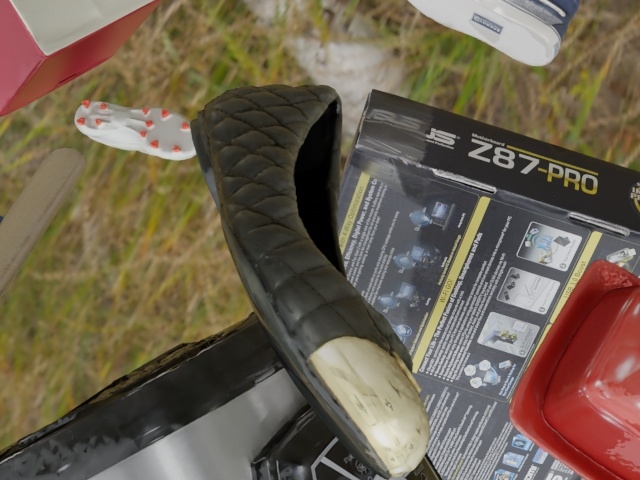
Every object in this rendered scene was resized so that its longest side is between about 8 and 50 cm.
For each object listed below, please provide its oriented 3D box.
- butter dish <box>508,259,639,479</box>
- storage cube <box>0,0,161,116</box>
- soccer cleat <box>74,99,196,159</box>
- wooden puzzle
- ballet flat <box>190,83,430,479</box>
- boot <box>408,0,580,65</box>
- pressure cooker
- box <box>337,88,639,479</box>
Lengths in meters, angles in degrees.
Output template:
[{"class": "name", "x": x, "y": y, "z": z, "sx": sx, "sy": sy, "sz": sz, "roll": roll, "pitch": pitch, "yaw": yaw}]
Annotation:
[{"class": "butter dish", "x": 0.245, "y": 0.101, "z": 1.123, "sx": 0.160, "sy": 0.160, "sz": 0.118, "roll": 36, "pitch": 157, "yaw": -3}, {"class": "storage cube", "x": -0.327, "y": -0.287, "z": 1.823, "sx": 0.184, "sy": 0.215, "sz": 0.193, "roll": 57, "pitch": 148, "yaw": -1}, {"class": "soccer cleat", "x": -0.246, "y": -0.151, "z": 2.154, "sx": 0.196, "sy": 0.068, "sz": 0.076, "roll": 15, "pitch": 167, "yaw": 20}, {"class": "wooden puzzle", "x": -0.356, "y": 0.097, "z": 1.383, "sx": 0.080, "sy": 0.322, "sz": 0.348, "roll": 33, "pitch": 125, "yaw": -8}, {"class": "ballet flat", "x": 0.000, "y": 0.000, "z": 0.439, "sx": 0.049, "sy": 0.173, "sz": 0.057, "roll": -24, "pitch": 127, "yaw": 0}, {"class": "boot", "x": 0.165, "y": -0.253, "z": 1.569, "sx": 0.190, "sy": 0.086, "sz": 0.069, "roll": 32, "pitch": 146, "yaw": 0}, {"class": "pressure cooker", "x": -0.059, "y": 0.292, "z": 1.190, "sx": 0.370, "sy": 0.375, "sz": 0.420, "roll": -28, "pitch": 90, "yaw": -4}, {"class": "box", "x": 0.139, "y": 0.078, "z": 1.445, "sx": 0.318, "sy": 0.097, "sz": 0.395, "roll": 16, "pitch": 132, "yaw": -2}]
